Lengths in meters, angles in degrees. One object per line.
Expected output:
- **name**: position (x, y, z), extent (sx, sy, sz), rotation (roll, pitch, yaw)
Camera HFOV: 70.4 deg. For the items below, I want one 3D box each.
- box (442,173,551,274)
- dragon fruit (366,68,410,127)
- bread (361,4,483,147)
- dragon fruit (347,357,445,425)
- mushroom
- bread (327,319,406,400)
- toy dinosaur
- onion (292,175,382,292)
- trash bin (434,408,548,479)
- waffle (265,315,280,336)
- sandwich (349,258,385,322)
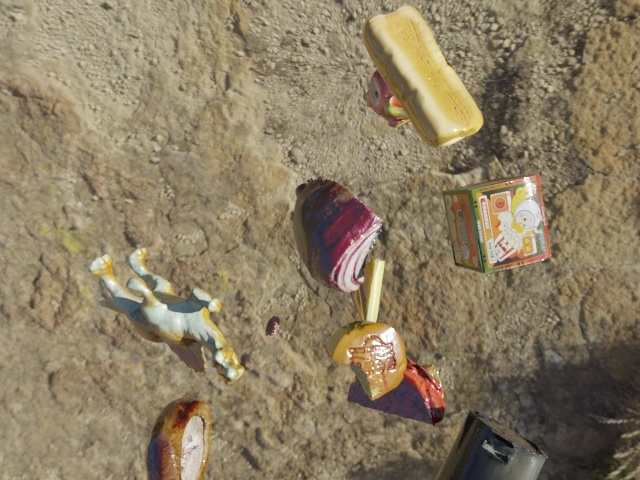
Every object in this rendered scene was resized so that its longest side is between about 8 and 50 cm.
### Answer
- **box**: position (0.411, -0.042, 1.062), extent (0.177, 0.148, 0.195), rotation (-13, 97, -10)
- **dragon fruit**: position (0.269, -0.474, 1.448), extent (0.227, 0.224, 0.224), rotation (-8, 110, -4)
- **bread**: position (0.197, -0.323, 0.909), extent (0.142, 0.091, 0.305), rotation (-27, 84, -15)
- **dragon fruit**: position (0.245, 0.404, 1.335), extent (0.317, 0.205, 0.152), rotation (-6, 91, 44)
- **mushroom**: position (-0.156, 0.236, 0.496), extent (0.052, 0.123, 0.123), rotation (1, 110, 7)
- **bread**: position (0.095, 0.216, 0.867), extent (0.125, 0.086, 0.156), rotation (-45, 106, -11)
- **toy dinosaur**: position (-0.136, 0.071, 0.407), extent (0.142, 0.057, 0.212), rotation (50, 152, -2)
- **onion**: position (0.000, 0.000, 1.176), extent (0.280, 0.146, 0.314), rotation (36, 143, 28)
- **trash bin**: position (0.396, 0.601, 1.118), extent (0.203, 0.252, 0.302), rotation (25, 90, 27)
- **waffle**: position (-0.182, 0.328, 1.719), extent (0.029, 0.083, 0.075), rotation (26, 136, -28)
- **sandwich**: position (0.186, 0.178, 1.558), extent (0.144, 0.117, 0.187), rotation (-31, 74, 22)
